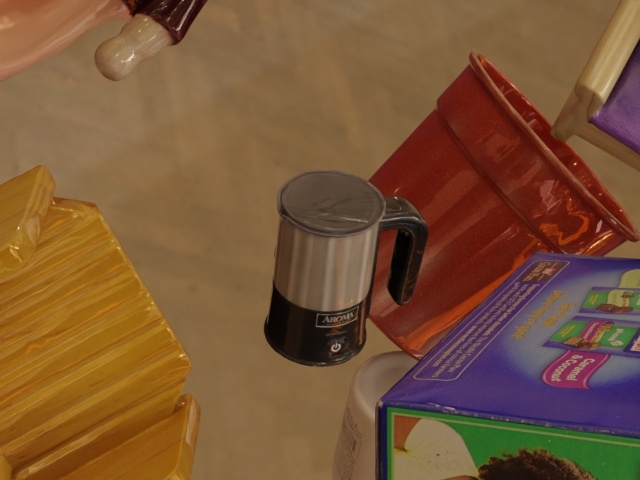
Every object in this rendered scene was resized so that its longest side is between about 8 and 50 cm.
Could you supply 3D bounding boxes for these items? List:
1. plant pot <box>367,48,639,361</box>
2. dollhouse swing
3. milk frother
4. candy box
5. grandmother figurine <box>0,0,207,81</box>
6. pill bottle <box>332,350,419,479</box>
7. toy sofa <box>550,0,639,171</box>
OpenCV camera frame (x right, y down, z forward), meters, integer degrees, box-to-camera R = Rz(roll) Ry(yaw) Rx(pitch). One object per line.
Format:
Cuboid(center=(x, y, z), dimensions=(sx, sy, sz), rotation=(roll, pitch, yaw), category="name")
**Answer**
Cuboid(center=(0.159, -0.019, 1.694), dimensions=(0.272, 0.265, 0.272), rotation=(45, 14, -14), category="plant pot")
Cuboid(center=(-0.267, 0.187, 1.417), dimensions=(0.347, 0.315, 0.305), rotation=(63, -4, -33), category="dollhouse swing")
Cuboid(center=(0.000, 0.000, 1.238), dimensions=(0.129, 0.135, 0.143), rotation=(-22, 47, -34), category="milk frother")
Cuboid(center=(0.220, 0.101, 0.751), dimensions=(0.268, 0.317, 0.122), rotation=(-32, 122, -61), category="candy box")
Cuboid(center=(-0.138, -0.185, 1.055), dimensions=(0.104, 0.342, 0.208), rotation=(55, 13, -52), category="grandmother figurine")
Cuboid(center=(0.082, 0.248, 1.780), dimensions=(0.131, 0.229, 0.131), rotation=(6, 41, -6), category="pill bottle")
Cuboid(center=(0.382, -0.081, 1.233), dimensions=(0.362, 0.177, 0.150), rotation=(31, 75, 0), category="toy sofa")
